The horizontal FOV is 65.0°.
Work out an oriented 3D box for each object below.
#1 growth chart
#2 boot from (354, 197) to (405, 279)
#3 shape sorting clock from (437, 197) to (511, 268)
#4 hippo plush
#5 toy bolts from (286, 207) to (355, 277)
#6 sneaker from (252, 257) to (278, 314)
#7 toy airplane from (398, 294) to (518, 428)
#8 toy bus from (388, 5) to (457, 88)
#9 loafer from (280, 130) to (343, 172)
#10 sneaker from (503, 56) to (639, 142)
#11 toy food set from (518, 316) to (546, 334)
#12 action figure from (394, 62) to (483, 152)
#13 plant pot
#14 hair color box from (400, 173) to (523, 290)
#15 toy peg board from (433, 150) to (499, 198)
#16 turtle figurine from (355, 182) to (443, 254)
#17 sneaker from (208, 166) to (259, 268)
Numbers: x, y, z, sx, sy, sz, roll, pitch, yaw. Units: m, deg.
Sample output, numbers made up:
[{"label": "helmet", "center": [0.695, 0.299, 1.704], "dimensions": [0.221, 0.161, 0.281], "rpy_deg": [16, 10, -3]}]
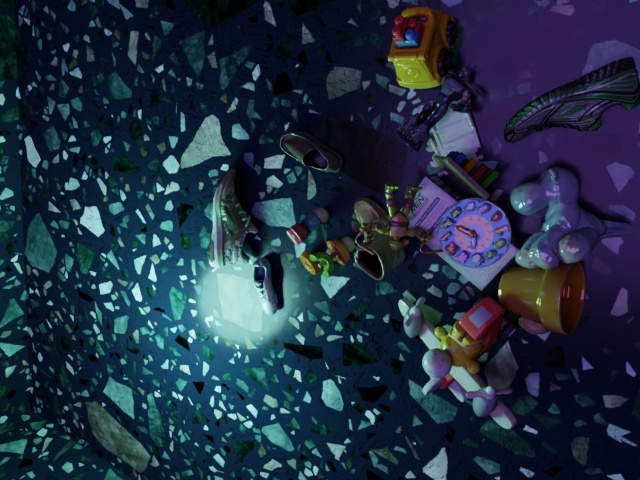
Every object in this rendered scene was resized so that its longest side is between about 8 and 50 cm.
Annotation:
[{"label": "growth chart", "center": [0.397, -0.324, 1.526], "dimensions": [0.171, 0.021, 0.238], "rpy_deg": [-11, 98, 31]}, {"label": "boot", "center": [0.163, -0.009, 1.634], "dimensions": [0.095, 0.203, 0.262], "rpy_deg": [-29, 90, 33]}, {"label": "shape sorting clock", "center": [0.442, -0.020, 1.450], "dimensions": [0.206, 0.040, 0.206], "rpy_deg": [7, 106, 26]}, {"label": "hippo plush", "center": [0.633, -0.073, 1.333], "dimensions": [0.294, 0.234, 0.237], "rpy_deg": [-23, 90, 29]}, {"label": "toy bolts", "center": [0.000, 0.000, 1.802], "dimensions": [0.229, 0.158, 0.218], "rpy_deg": [54, 162, -5]}, {"label": "sneaker", "center": [-0.226, 0.187, 1.978], "dimensions": [0.085, 0.086, 0.237], "rpy_deg": [-4, 103, 28]}, {"label": "toy airplane", "center": [0.403, 0.363, 1.552], "dimensions": [0.386, 0.272, 0.385], "rpy_deg": [-6, 94, 50]}, {"label": "toy bus", "center": [0.269, -0.567, 1.390], "dimensions": [0.149, 0.211, 0.221], "rpy_deg": [11, 80, 33]}, {"label": "loafer", "center": [-0.042, -0.309, 1.736], "dimensions": [0.251, 0.087, 0.095], "rpy_deg": [27, 115, 21]}, {"label": "sneaker", "center": [0.651, -0.336, 1.315], "dimensions": [0.343, 0.134, 0.146], "rpy_deg": [-22, 93, 31]}, {"label": "toy food set", "center": [0.658, 0.251, 1.539], "dimensions": [0.082, 0.020, 0.083], "rpy_deg": [37, 118, 15]}, {"label": "action figure", "center": [0.345, -0.395, 1.465], "dimensions": [0.285, 0.099, 0.185], "rpy_deg": [-51, 50, 17]}, {"label": "plant pot", "center": [0.627, 0.150, 1.441], "dimensions": [0.187, 0.205, 0.205], "rpy_deg": [7, 108, 44]}, {"label": "hair color box", "center": [0.421, -0.032, 1.543], "dimensions": [0.347, 0.105, 0.174], "rpy_deg": [41, 118, 13]}, {"label": "toy peg board", "center": [0.426, -0.209, 1.454], "dimensions": [0.160, 0.161, 0.079], "rpy_deg": [41, 97, -8]}, {"label": "turtle figurine", "center": [0.249, -0.060, 1.522], "dimensions": [0.269, 0.087, 0.218], "rpy_deg": [7, 104, 4]}, {"label": "sneaker", "center": [-0.327, -0.081, 1.960], "dimensions": [0.181, 0.158, 0.411], "rpy_deg": [6, 107, -5]}]
